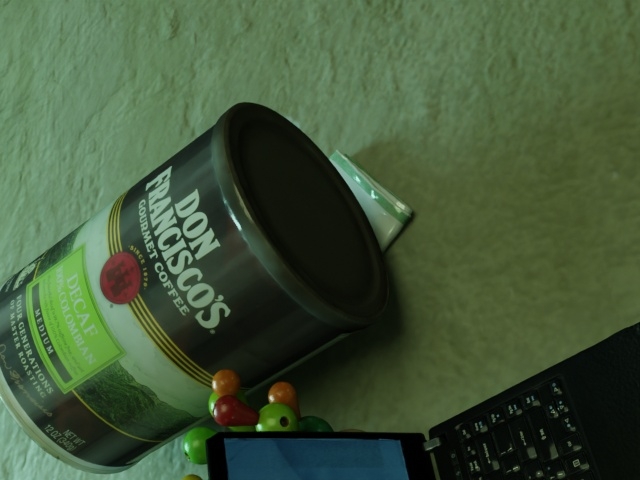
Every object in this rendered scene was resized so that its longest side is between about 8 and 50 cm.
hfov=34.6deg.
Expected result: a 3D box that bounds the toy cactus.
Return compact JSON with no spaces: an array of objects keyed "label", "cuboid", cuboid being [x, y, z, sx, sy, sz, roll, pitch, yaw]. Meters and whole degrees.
[{"label":"toy cactus","cuboid":[-0.015,0.172,0.781,0.181,0.219,0.112,6,54,-6]}]

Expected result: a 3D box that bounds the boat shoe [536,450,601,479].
[{"label":"boat shoe","cuboid":[0.214,0.224,0.634,0.302,0.113,0.103,28,79,37]}]

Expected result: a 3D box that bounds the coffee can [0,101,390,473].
[{"label":"coffee can","cuboid":[-0.111,0.045,0.852,0.275,0.201,0.201,-34,54,23]}]

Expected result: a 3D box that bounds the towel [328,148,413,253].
[{"label":"towel","cuboid":[0.000,0.000,0.934,0.152,0.023,0.113,-49,51,3]}]

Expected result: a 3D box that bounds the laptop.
[{"label":"laptop","cuboid":[0.085,0.176,0.586,0.264,0.137,0.234,-32,47,23]}]
